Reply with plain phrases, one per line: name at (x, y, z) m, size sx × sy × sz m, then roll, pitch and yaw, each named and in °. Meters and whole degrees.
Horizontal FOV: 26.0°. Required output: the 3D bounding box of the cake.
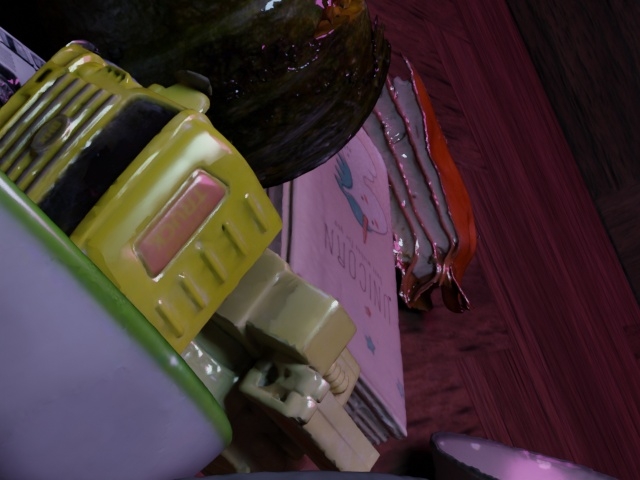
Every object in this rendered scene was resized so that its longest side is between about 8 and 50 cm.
cake at (0.088, -0.058, 1.403) m, size 0.135 × 0.098 × 0.287 m, roll -8°, pitch 79°, yaw -68°

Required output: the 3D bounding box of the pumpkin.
pumpkin at (-0.088, -0.180, 0.905) m, size 0.320 × 0.192 × 0.320 m, roll 62°, pitch -1°, yaw 2°

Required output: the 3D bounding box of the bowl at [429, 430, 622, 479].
bowl at (0.231, 0.291, 1.167) m, size 0.337 × 0.337 × 0.158 m, roll 15°, pitch 93°, yaw -65°

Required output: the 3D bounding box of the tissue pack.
tissue pack at (0.000, 0.000, 1.138) m, size 0.170 × 0.071 × 0.325 m, roll 52°, pitch 24°, yaw -36°

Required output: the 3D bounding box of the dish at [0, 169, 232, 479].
dish at (-0.191, 0.008, 0.472) m, size 0.324 × 0.124 × 0.324 m, roll 38°, pitch -15°, yaw 12°

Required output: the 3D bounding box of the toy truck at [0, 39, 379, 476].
toy truck at (-0.062, 0.035, 0.714) m, size 0.124 × 0.157 × 0.272 m, roll -52°, pitch 141°, yaw -20°

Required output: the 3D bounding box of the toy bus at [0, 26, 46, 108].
toy bus at (-0.169, -0.056, 0.762) m, size 0.194 × 0.087 × 0.089 m, roll 38°, pitch 27°, yaw -52°

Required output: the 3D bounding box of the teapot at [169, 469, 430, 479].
teapot at (-0.050, 0.258, 0.366) m, size 0.376 × 0.305 × 0.362 m, roll 62°, pitch 17°, yaw -69°
